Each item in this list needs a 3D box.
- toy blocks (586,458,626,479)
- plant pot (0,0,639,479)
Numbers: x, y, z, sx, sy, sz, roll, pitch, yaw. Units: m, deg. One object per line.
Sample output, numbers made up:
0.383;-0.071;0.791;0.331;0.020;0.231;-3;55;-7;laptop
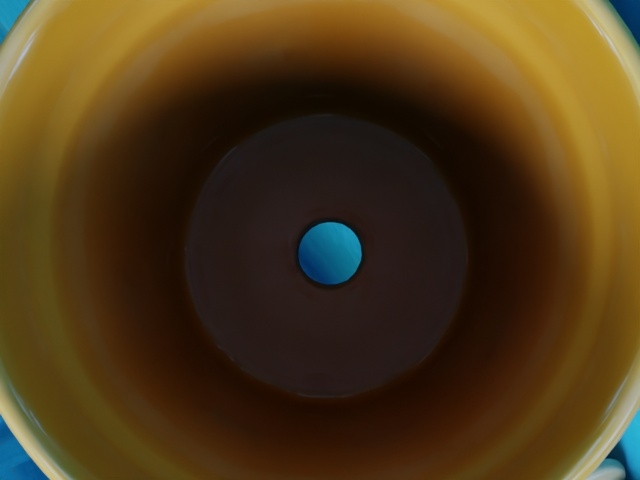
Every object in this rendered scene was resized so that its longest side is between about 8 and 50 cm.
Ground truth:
0.088;0.112;0.566;0.148;0.054;0.123;53;160;33;toy blocks
0.000;0.000;0.463;0.205;0.205;0.188;64;179;3;plant pot
